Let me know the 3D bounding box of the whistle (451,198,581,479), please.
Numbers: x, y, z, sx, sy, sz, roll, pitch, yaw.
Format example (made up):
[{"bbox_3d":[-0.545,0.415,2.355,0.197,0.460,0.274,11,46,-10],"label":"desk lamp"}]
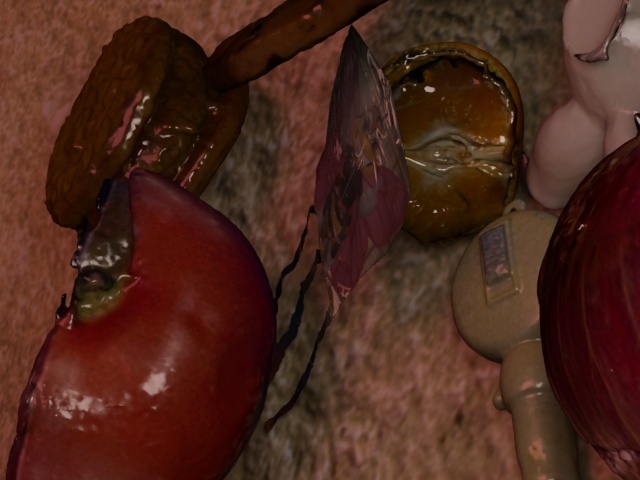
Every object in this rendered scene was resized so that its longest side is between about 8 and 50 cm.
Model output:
[{"bbox_3d":[0.159,0.077,1.497,0.126,0.067,0.258,-30,52,36],"label":"whistle"}]

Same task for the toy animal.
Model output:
[{"bbox_3d":[0.244,-0.171,1.475,0.208,0.154,0.325,27,95,58],"label":"toy animal"}]

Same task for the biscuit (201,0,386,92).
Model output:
[{"bbox_3d":[0.054,-0.225,1.632,0.359,0.046,0.359,-31,8,5],"label":"biscuit"}]

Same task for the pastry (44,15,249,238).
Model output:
[{"bbox_3d":[-0.182,-0.096,1.879,0.235,0.132,0.240,-49,18,15],"label":"pastry"}]

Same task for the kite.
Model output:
[{"bbox_3d":[0.004,0.000,1.639,0.360,0.022,0.204,115,150,-43],"label":"kite"}]

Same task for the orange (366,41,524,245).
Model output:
[{"bbox_3d":[0.102,-0.085,1.601,0.170,0.160,0.112,-27,12,36],"label":"orange"}]

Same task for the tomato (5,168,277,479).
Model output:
[{"bbox_3d":[-0.130,0.121,1.692,0.176,0.289,0.335,16,61,8],"label":"tomato"}]

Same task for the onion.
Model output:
[{"bbox_3d":[0.319,0.077,1.171,0.348,0.348,0.385,-21,93,40],"label":"onion"}]
